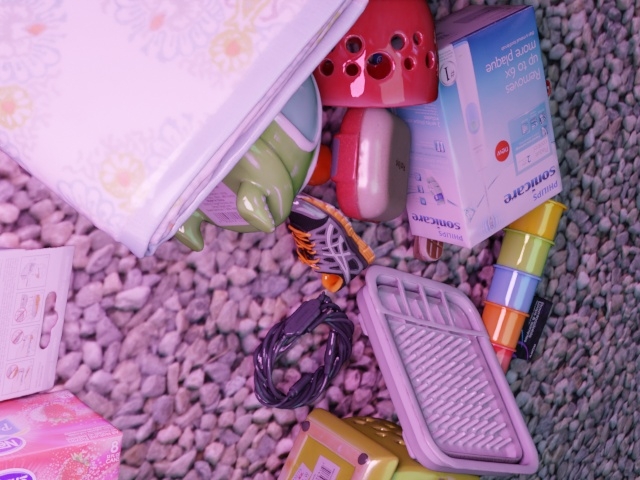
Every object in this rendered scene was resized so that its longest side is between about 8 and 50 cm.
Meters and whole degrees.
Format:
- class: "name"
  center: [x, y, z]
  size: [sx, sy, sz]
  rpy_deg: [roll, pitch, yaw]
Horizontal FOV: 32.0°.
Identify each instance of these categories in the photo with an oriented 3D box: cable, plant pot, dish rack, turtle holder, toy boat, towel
- class: "cable"
  center: [-0.027, 0.170, 1.612]
  size: [0.184, 0.047, 0.150]
  rpy_deg: [-48, 138, -21]
- class: "plant pot"
  center: [0.059, -0.262, 1.411]
  size: [0.191, 0.191, 0.174]
  rpy_deg: [-9, 107, -41]
- class: "dish rack"
  center: [0.178, 0.207, 1.668]
  size: [0.072, 0.333, 0.285]
  rpy_deg: [-39, 145, 28]
- class: "turtle holder"
  center: [-0.145, -0.158, 1.262]
  size: [0.320, 0.243, 0.227]
  rpy_deg: [31, 65, -7]
- class: "toy boat"
  center: [0.036, -0.101, 1.491]
  size: [0.231, 0.151, 0.151]
  rpy_deg: [8, 86, -75]
- class: "plant pot"
  center: [0.061, 0.386, 1.655]
  size: [0.207, 0.227, 0.228]
  rpy_deg: [26, 89, -39]
- class: "towel"
  center: [-0.173, -0.218, 1.088]
  size: [0.374, 0.320, 0.090]
  rpy_deg: [-51, 171, -7]

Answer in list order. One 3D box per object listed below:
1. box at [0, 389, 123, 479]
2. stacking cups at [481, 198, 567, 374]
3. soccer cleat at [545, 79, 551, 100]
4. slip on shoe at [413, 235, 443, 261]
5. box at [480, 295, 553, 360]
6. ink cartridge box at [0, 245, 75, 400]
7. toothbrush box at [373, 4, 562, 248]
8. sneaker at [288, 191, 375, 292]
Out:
- class: "box"
  center: [-0.387, 0.279, 1.243]
  size: [0.300, 0.142, 0.154]
  rpy_deg: [-4, 108, -42]
- class: "stacking cups"
  center: [0.313, 0.080, 1.826]
  size: [0.096, 0.096, 0.316]
  rpy_deg: [22, 84, -45]
- class: "soccer cleat"
  center: [0.361, -0.222, 1.822]
  size: [0.035, 0.029, 0.083]
  rpy_deg: [-5, 113, -51]
- class: "slip on shoe"
  center: [0.173, -0.032, 1.715]
  size: [0.051, 0.041, 0.135]
  rpy_deg: [17, 76, -30]
- class: "box"
  center: [0.335, 0.144, 1.943]
  size: [0.162, 0.029, 0.116]
  rpy_deg: [16, 95, -46]
- class: "ink cartridge box"
  center: [-0.388, 0.096, 1.250]
  size: [0.232, 0.066, 0.189]
  rpy_deg: [-11, 116, -63]
- class: "toothbrush box"
  center: [0.219, -0.169, 1.618]
  size: [0.216, 0.126, 0.295]
  rpy_deg: [-28, 118, -32]
- class: "sneaker"
  center: [0.000, 0.000, 1.537]
  size: [0.083, 0.084, 0.215]
  rpy_deg: [-52, 135, -8]
